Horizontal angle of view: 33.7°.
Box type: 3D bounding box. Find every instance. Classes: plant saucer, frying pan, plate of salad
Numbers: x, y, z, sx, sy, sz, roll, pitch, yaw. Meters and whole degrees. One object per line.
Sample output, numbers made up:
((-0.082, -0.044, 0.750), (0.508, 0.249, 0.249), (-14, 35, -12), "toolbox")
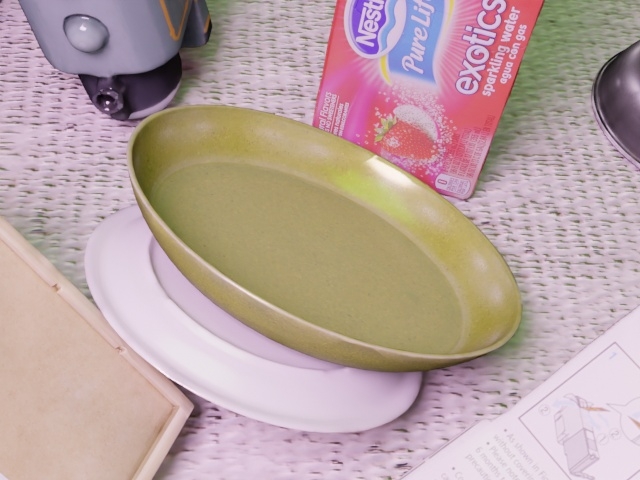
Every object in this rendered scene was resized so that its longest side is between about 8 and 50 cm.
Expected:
((0.000, 0.000, 0.604), (0.241, 0.037, 0.241), (20, 27, -11), "plant saucer")
((0.358, -0.070, 0.780), (0.326, 0.053, 0.197), (31, 51, 22), "frying pan")
((-0.037, 0.043, 0.590), (0.200, 0.048, 0.200), (20, 28, -11), "plate of salad")

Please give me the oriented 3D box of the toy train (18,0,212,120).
((-0.146, -0.228, 0.649), (0.142, 0.334, 0.190), (2, 54, 9), "toy train")

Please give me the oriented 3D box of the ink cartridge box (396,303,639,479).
((0.156, 0.192, 0.426), (0.261, 0.066, 0.296), (-35, 59, -6), "ink cartridge box")

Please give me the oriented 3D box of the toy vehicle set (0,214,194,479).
((-0.176, 0.120, 0.450), (0.166, 0.035, 0.267), (50, 45, -21), "toy vehicle set")

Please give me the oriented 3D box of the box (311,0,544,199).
((0.079, -0.168, 0.673), (0.123, 0.257, 0.128), (16, 48, 3), "box")
